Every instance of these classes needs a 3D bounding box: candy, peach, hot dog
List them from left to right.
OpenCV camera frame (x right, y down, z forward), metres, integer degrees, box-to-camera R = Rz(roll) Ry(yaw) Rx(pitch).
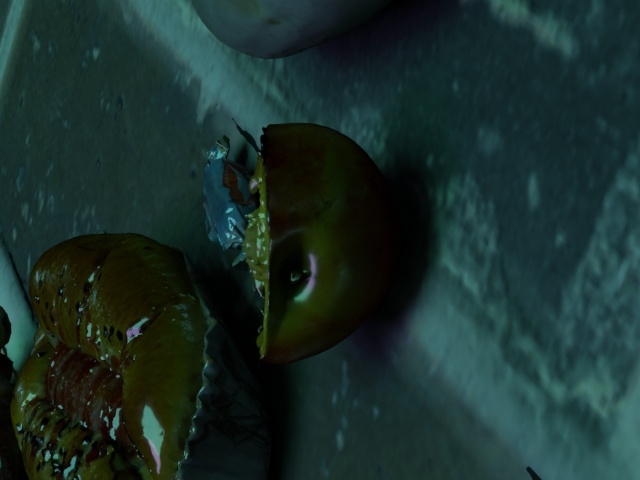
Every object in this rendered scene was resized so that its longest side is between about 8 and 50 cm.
[{"bbox_3d":[-0.093,0.071,0.897,0.268,0.075,0.144,-151,74,-68],"label":"hot dog"},{"bbox_3d":[-0.044,-0.016,0.892,0.030,0.020,0.083,-61,30,36],"label":"candy"},{"bbox_3d":[0.000,0.001,0.733,0.098,0.061,0.098,-178,90,-88],"label":"peach"}]

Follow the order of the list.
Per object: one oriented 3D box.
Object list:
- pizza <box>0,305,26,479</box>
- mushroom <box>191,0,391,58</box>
[{"bbox_3d":[-0.209,0.139,1.148,0.154,0.069,0.194,-51,42,48],"label":"pizza"},{"bbox_3d":[-0.014,-0.133,0.786,0.270,0.103,0.118,150,127,-68],"label":"mushroom"}]
